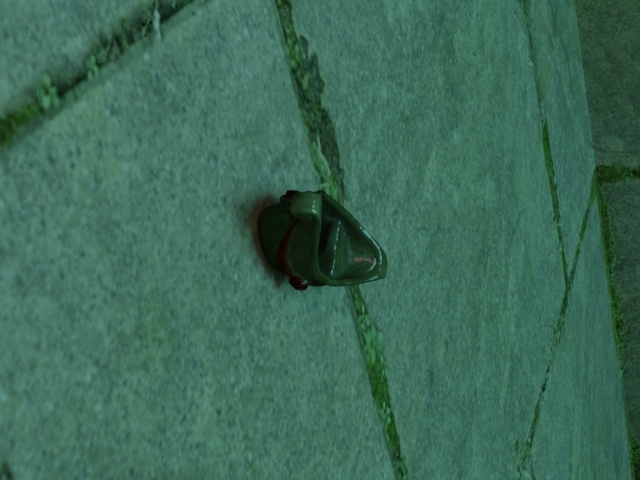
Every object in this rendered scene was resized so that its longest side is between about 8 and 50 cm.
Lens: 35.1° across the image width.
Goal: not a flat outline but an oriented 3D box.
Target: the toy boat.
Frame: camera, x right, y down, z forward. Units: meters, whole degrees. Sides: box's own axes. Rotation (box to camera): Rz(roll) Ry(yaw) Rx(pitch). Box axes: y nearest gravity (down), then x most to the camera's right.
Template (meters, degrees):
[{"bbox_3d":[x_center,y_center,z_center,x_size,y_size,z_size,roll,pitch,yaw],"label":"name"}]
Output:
[{"bbox_3d":[-0.001,0.000,0.870,0.185,0.071,0.089,38,55,-60],"label":"toy boat"}]
